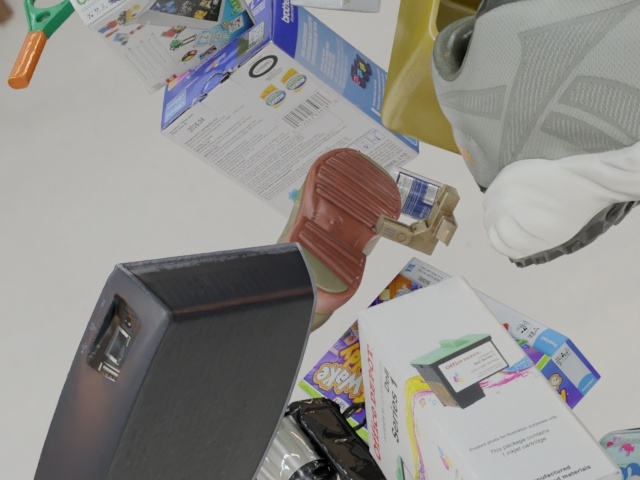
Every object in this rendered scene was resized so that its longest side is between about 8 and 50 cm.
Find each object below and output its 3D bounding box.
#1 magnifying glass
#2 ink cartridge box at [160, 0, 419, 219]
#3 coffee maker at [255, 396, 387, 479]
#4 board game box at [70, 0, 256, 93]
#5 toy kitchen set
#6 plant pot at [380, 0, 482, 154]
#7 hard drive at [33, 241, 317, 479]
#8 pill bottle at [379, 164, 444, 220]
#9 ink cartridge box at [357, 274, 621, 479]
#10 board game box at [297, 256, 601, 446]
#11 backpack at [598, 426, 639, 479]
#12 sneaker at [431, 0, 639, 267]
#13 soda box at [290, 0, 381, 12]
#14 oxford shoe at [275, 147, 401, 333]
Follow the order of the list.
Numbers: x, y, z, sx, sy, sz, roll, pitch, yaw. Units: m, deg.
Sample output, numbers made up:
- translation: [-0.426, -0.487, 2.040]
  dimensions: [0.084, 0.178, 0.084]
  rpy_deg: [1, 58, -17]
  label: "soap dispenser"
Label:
- translation: [-0.372, -0.288, 1.780]
  dimensions: [0.092, 0.026, 0.231]
  rpy_deg: [-6, 46, 20]
  label: "magnifying glass"
- translation: [-0.068, -0.219, 2.115]
  dimensions: [0.270, 0.395, 0.151]
  rpy_deg: [-34, 38, 32]
  label: "ink cartridge box"
- translation: [0.024, 0.256, 1.457]
  dimensions: [0.171, 0.120, 0.178]
  rpy_deg: [-30, 40, -15]
  label: "coffee maker"
- translation: [-0.204, -0.310, 1.805]
  dimensions: [0.193, 0.305, 0.053]
  rpy_deg: [-34, 77, 1]
  label: "board game box"
- translation: [0.121, -0.027, 1.607]
  dimensions: [0.075, 0.083, 0.068]
  rpy_deg: [21, 21, -13]
  label: "toy kitchen set"
- translation: [0.155, -0.164, 1.022]
  dimensions: [0.212, 0.187, 0.212]
  rpy_deg: [17, 65, -14]
  label: "plant pot"
- translation: [-0.097, 0.124, 0.870]
  dimensions: [0.172, 0.255, 0.054]
  rpy_deg: [-7, 38, -46]
  label: "hard drive"
- translation: [0.125, -0.073, 2.001]
  dimensions: [0.120, 0.067, 0.067]
  rpy_deg: [21, 54, -5]
  label: "pill bottle"
- translation: [0.143, 0.197, 1.196]
  dimensions: [0.117, 0.201, 0.278]
  rpy_deg: [-18, 41, -15]
  label: "ink cartridge box"
- translation: [0.145, 0.172, 1.620]
  dimensions: [0.233, 0.078, 0.347]
  rpy_deg: [-48, 30, -8]
  label: "board game box"
- translation: [0.491, 0.369, 1.770]
  dimensions: [0.225, 0.191, 0.254]
  rpy_deg: [-13, 75, 30]
  label: "backpack"
- translation: [0.107, -0.069, 0.433]
  dimensions: [0.100, 0.271, 0.108]
  rpy_deg: [-31, 89, -23]
  label: "sneaker"
- translation: [0.026, -0.349, 1.383]
  dimensions: [0.073, 0.216, 0.069]
  rpy_deg: [13, 12, 38]
  label: "soda box"
- translation: [0.000, 0.000, 1.793]
  dimensions: [0.140, 0.146, 0.397]
  rpy_deg: [37, 33, -1]
  label: "oxford shoe"
